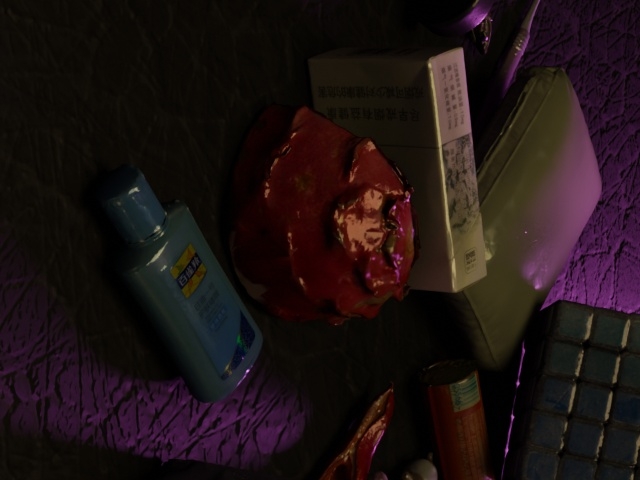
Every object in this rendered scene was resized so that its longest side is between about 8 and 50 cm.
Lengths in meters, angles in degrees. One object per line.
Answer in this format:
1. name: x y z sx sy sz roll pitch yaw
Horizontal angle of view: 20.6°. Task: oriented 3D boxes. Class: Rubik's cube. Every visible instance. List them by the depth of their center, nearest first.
1. Rubik's cube: 0.363 0.217 2.177 0.238 0.237 0.237 88 13 -82

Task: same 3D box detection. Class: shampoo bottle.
1. shampoo bottle: -0.141 0.037 1.713 0.104 0.061 0.258 -56 134 -33

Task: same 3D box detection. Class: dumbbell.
1. dumbbell: 0.110 -0.310 1.964 0.191 0.100 0.100 33 68 -48

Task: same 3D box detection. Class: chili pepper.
1. chili pepper: 0.021 0.269 1.963 0.268 0.059 0.050 -61 177 -31

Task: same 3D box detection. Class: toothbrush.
1. toothbrush: 0.246 -0.234 2.203 0.024 0.029 0.354 45 59 -33

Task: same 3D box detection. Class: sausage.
1. sausage: 0.172 0.272 2.134 0.083 0.083 0.264 -34 122 -45

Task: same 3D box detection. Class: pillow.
1. pillow: 0.238 -0.027 2.137 0.322 0.119 0.255 -58 143 -28

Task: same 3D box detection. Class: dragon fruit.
1. dragon fruit: 0.000 0.000 1.840 0.189 0.163 0.262 -30 121 -15

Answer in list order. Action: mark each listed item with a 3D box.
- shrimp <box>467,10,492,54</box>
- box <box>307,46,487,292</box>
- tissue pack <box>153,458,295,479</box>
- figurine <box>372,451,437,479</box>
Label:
1. shrimp: 0.206 -0.334 2.143 0.148 0.035 0.195 -38 121 -46
2. box: 0.083 -0.078 1.903 0.069 0.164 0.256 -26 114 -49
3. tissue pack: -0.116 0.382 1.640 0.344 0.242 0.125 -60 139 -29
4. figurine: 0.118 0.343 2.050 0.260 0.103 0.205 50 57 -54
